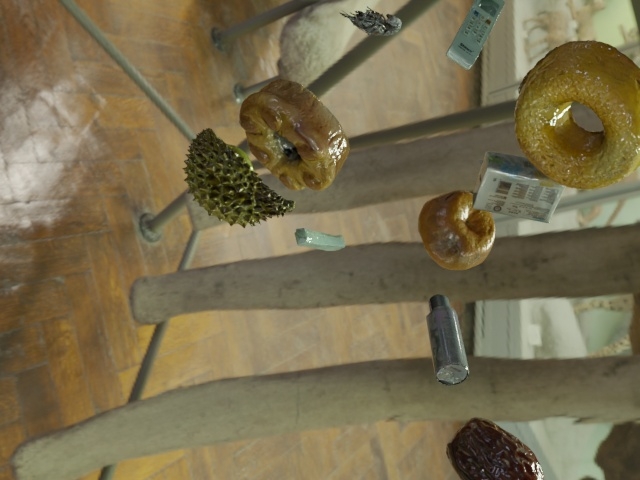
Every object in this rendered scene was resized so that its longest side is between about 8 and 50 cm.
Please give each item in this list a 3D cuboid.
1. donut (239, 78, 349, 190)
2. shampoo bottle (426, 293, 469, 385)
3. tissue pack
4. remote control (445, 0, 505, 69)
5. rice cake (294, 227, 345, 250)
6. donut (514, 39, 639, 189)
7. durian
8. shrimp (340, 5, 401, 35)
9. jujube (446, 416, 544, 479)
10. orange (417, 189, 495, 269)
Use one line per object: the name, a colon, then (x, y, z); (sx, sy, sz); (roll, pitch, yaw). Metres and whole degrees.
donut: (-0.071, -0.281, 1.874); (0.150, 0.299, 0.317); (-46, 136, -27)
shampoo bottle: (0.251, 0.194, 1.389); (0.072, 0.072, 0.214); (56, 20, -31)
tissue pack: (0.568, -0.168, 1.983); (0.145, 0.229, 0.159); (-77, 177, -48)
remote control: (0.311, -0.428, 1.388); (0.061, 0.029, 0.162); (31, 82, -15)
rice cake: (0.000, 0.000, 1.876); (0.245, 0.042, 0.045); (11, 60, -63)
donut: (0.480, -0.216, 1.260); (0.108, 0.277, 0.278); (-44, 117, -41)
durian: (-0.208, -0.137, 1.666); (0.306, 0.172, 0.166); (34, 17, -1)
shrimp: (0.128, -0.569, 1.783); (0.165, 0.065, 0.057); (12, 54, -15)
jujube: (0.429, 0.556, 1.688); (0.243, 0.183, 0.183); (44, 25, 16)
orange: (0.398, -0.028, 2.102); (0.249, 0.183, 0.249); (8, 72, -24)
